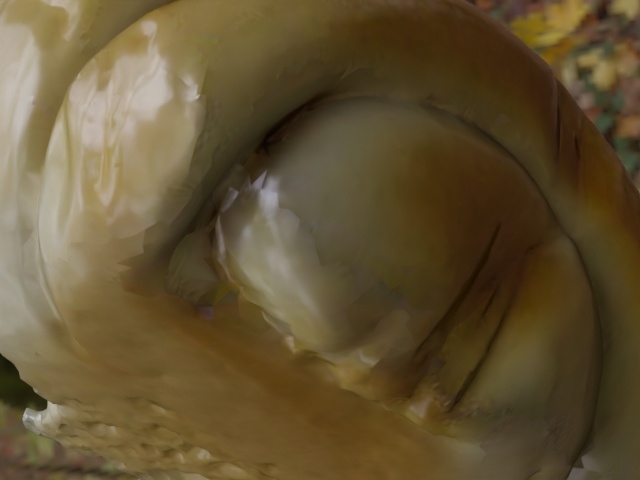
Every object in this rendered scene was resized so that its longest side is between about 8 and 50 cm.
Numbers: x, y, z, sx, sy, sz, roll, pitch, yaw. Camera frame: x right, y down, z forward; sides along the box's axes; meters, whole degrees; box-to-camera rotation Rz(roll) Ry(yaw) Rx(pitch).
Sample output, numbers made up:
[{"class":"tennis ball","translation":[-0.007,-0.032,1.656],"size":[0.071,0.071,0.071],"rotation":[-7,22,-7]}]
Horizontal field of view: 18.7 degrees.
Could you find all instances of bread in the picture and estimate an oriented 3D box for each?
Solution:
[{"class":"bread","translation":[-0.005,0.022,1.008],"size":[0.329,0.424,0.245],"rotation":[-49,37,1]}]
